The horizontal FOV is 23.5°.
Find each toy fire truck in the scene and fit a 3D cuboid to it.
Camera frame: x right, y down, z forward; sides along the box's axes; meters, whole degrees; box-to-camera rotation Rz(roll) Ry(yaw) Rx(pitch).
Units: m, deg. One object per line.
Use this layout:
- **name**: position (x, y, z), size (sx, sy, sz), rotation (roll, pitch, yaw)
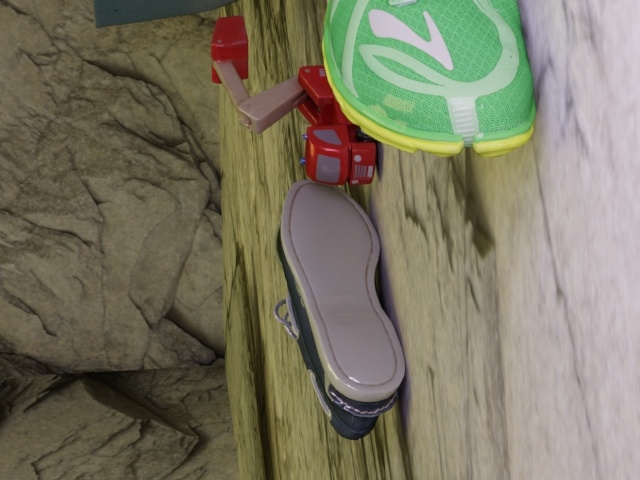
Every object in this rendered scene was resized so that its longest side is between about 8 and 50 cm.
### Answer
- **toy fire truck**: position (-0.026, -0.124, 1.363), size (0.047, 0.135, 0.192), rotation (94, 171, -46)

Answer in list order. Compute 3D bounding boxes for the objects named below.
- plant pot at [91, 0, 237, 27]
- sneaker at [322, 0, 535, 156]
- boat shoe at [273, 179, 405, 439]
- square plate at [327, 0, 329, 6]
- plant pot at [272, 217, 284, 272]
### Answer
- **plant pot**: position (-0.146, -0.402, 1.774), size (0.248, 0.252, 0.247), rotation (124, 143, -78)
- **sneaker**: position (0.051, -0.168, 0.815), size (0.123, 0.109, 0.295), rotation (90, 174, -55)
- **boat shoe**: position (0.013, 0.054, 1.313), size (0.079, 0.095, 0.254), rotation (109, 151, -42)
- **square plate**: position (0.037, -0.339, 1.119), size (0.344, 0.049, 0.347), rotation (139, 128, -81)
- **plant pot**: position (0.000, 0.000, 1.492), size (0.079, 0.083, 0.083), rotation (-38, -54, -83)
